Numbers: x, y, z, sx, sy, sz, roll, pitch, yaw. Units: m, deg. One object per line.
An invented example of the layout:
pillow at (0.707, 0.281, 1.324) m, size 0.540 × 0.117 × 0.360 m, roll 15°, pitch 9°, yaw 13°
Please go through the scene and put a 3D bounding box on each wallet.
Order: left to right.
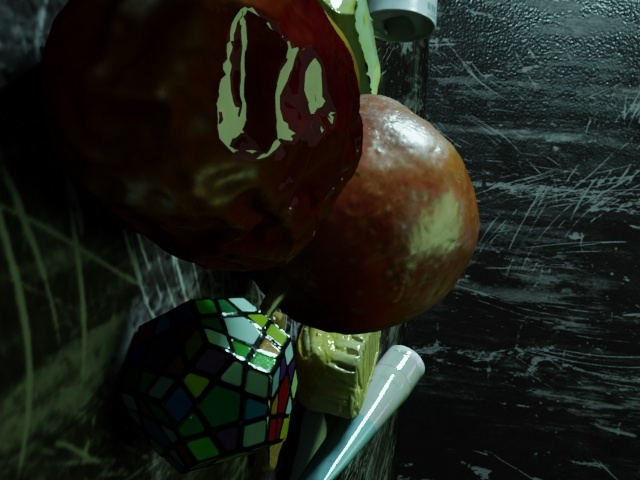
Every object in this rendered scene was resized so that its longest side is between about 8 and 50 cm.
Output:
wallet at (-0.022, 0.340, 1.166) m, size 0.095 × 0.033 × 0.190 m, roll 82°, pitch 18°, yaw -54°

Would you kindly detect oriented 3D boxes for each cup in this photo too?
cup at (0.147, -0.443, 1.409) m, size 0.173 × 0.134 × 0.142 m, roll 44°, pitch 50°, yaw -74°

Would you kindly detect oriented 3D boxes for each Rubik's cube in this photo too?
Rubik's cube at (-0.079, 0.105, 0.569) m, size 0.112 × 0.133 × 0.133 m, roll -42°, pitch 143°, yaw -34°

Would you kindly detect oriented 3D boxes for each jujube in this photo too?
jujube at (-0.057, -0.071, 0.466) m, size 0.250 × 0.174 × 0.174 m, roll 55°, pitch 42°, yaw -69°

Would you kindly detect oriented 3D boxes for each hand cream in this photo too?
hand cream at (0.054, 0.273, 1.125) m, size 0.312 × 0.070 × 0.111 m, roll -46°, pitch -178°, yaw -39°

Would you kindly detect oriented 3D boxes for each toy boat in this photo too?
toy boat at (0.034, -0.255, 1.052) m, size 0.276 × 0.084 × 0.111 m, roll 77°, pitch 19°, yaw -55°

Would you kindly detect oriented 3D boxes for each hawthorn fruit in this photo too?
hawthorn fruit at (0.025, -0.027, 0.759) m, size 0.263 × 0.235 × 0.231 m, roll 7°, pitch 132°, yaw -51°

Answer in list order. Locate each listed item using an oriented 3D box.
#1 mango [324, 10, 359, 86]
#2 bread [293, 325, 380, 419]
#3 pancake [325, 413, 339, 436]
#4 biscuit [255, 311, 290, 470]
mango at (-0.011, -0.193, 0.855) m, size 0.163 × 0.089 × 0.111 m, roll 34°, pitch 49°, yaw -66°
bread at (0.026, 0.152, 1.129) m, size 0.236 × 0.106 × 0.140 m, roll -61°, pitch 156°, yaw -65°
pancake at (0.032, 0.240, 1.312) m, size 0.257 × 0.056 × 0.212 m, roll -82°, pitch 175°, yaw -47°
biscuit at (-0.061, 0.179, 0.910) m, size 0.133 × 0.027 × 0.184 m, roll -70°, pitch 160°, yaw -51°
